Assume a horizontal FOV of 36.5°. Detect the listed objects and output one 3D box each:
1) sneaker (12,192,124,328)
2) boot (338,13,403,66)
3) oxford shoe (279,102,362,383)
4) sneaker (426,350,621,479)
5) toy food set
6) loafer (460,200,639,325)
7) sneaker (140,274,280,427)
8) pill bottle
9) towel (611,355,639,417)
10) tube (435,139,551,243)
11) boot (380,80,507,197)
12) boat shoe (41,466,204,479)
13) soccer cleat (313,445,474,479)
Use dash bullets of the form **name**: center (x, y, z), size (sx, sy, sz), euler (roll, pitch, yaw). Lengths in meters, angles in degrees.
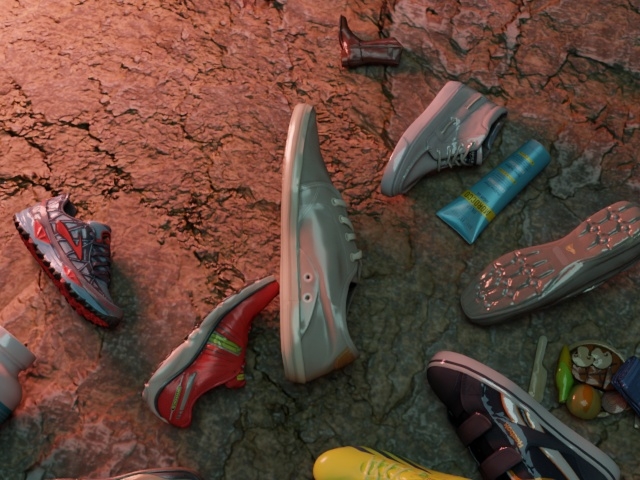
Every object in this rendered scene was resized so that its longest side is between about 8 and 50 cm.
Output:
- **sneaker**: center (-0.380, 0.022, 1.549), size (0.125, 0.104, 0.262), euler (-36, 70, -17)
- **boot**: center (0.091, -0.363, 1.755), size (0.114, 0.037, 0.106), euler (-5, 79, 2)
- **oxford shoe**: center (0.000, 0.000, 1.525), size (0.130, 0.169, 0.449), euler (-3, 73, 2)
- **sneaker**: center (0.271, 0.293, 1.408), size (0.321, 0.126, 0.127), euler (35, 65, 13)
- **toy food set**: center (0.422, 0.214, 1.491), size (0.192, 0.038, 0.132), euler (12, 66, 6)
- **loafer**: center (0.376, 0.053, 1.527), size (0.319, 0.111, 0.112), euler (-26, 50, 8)
- **sneaker**: center (-0.150, 0.172, 1.498), size (0.118, 0.107, 0.279), euler (43, 75, -2)
- **pill bottle**: center (-0.543, 0.244, 1.425), size (0.146, 0.146, 0.264), euler (35, 70, 15)
- **towel**: center (0.494, 0.237, 1.464), size (0.119, 0.029, 0.067), euler (49, 59, -2)
- **tube**: center (0.296, -0.085, 1.627), size (0.207, 0.052, 0.080), euler (-41, 62, -10)
- **boot**: center (0.213, -0.156, 1.627), size (0.123, 0.095, 0.258), euler (29, 68, 20)
- **boat shoe**: center (-0.335, 0.405, 1.360), size (0.355, 0.132, 0.130), euler (-8, 66, -2)
- **soccer cleat**: center (0.131, 0.352, 1.385), size (0.289, 0.121, 0.093), euler (17, 67, 8)
